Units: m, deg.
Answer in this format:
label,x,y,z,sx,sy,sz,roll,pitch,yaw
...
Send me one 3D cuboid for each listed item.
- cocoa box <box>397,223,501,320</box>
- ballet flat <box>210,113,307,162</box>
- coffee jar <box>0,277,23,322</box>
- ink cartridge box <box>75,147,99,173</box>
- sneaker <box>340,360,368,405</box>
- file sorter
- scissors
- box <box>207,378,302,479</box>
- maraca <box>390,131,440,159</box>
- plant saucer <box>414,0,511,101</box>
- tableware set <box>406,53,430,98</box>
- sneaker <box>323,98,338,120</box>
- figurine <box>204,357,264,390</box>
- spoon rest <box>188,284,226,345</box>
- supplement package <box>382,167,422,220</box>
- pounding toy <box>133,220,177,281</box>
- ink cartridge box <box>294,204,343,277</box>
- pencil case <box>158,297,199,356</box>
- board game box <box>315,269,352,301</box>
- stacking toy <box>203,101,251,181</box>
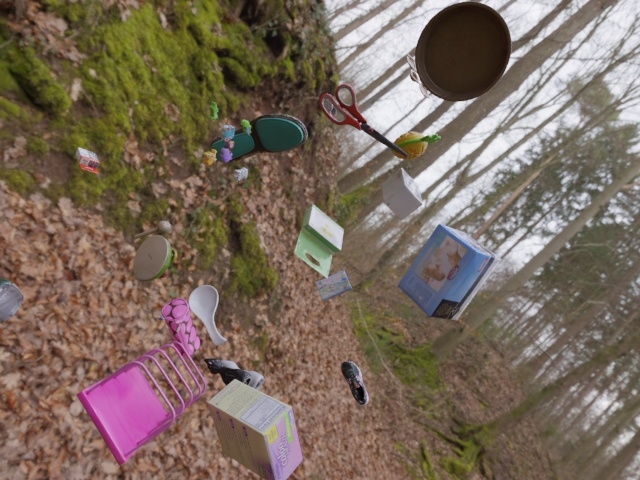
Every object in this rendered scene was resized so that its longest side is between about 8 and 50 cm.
label,x,y,z,sx,sy,sz,roll,pitch,yaw
cocoa box,0.556,0.142,1.913,0.228,0.347,0.231,14,23,-41
ballet flat,-0.247,-0.447,1.856,0.483,0.182,0.164,-8,-62,28
coffee jar,-0.729,0.099,0.908,0.184,0.079,0.096,19,-36,3
ink cartridge box,-0.827,-0.284,1.561,0.063,0.029,0.115,18,23,-46
sneaker,0.135,0.542,1.672,0.178,0.072,0.077,60,-4,19
file sorter,-0.461,0.414,1.202,0.202,0.182,0.290,57,0,2
scissors,0.122,-0.322,1.271,0.297,0.109,0.021,48,2,-7
box,-0.194,0.566,1.304,0.243,0.117,0.213,10,-60,37
maraca,0.351,-0.358,1.632,0.127,0.186,0.099,-10,87,-61
plant saucer,0.427,-0.564,1.323,0.278,0.278,0.041,53,29,-2
tableware set,0.378,-0.631,1.683,0.141,0.020,0.168,29,51,-37
sneaker,0.050,-0.614,1.993,0.061,0.065,0.158,43,-14,14
figurine,-0.367,0.562,1.856,0.209,0.092,0.215,25,-10,23
spoon rest,-0.489,0.318,1.914,0.276,0.137,0.084,62,-5,24
supplement package,0.308,-0.178,1.664,0.105,0.105,0.179,43,26,-18
pounding toy,-0.628,0.059,1.718,0.110,0.183,0.237,36,33,-54
ink cartridge box,0.000,0.000,1.606,0.171,0.056,0.235,39,36,-24
pencil case,-0.438,0.284,1.384,0.098,0.095,0.209,45,-30,38
board game box,0.065,0.223,2.150,0.026,0.154,0.103,58,9,-62
stacking toy,-0.309,-0.317,1.431,0.167,0.052,0.221,30,-51,23
